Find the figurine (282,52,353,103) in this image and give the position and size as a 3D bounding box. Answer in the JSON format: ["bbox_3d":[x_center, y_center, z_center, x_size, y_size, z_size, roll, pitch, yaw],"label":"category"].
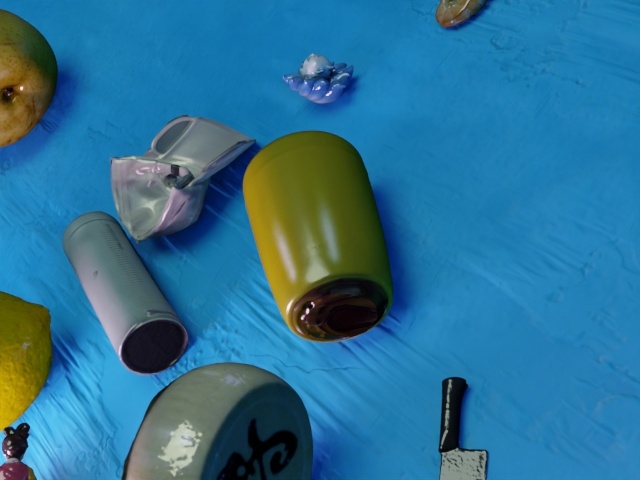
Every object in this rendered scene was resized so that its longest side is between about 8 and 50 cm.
[{"bbox_3d":[0.005,-0.257,1.595,0.114,0.079,0.114,-1,18,0],"label":"figurine"}]

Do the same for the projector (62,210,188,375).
[{"bbox_3d":[-0.313,0.074,1.582,0.108,0.108,0.337,-45,41,2],"label":"projector"}]

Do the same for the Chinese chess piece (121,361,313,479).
[{"bbox_3d":[-0.110,0.267,1.142,0.104,0.257,0.257,7,63,30],"label":"Chinese chess piece"}]

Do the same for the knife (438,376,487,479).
[{"bbox_3d":[0.154,0.259,1.110,0.060,0.028,0.230,-6,56,22],"label":"knife"}]

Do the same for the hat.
[{"bbox_3d":[-0.218,-0.101,1.668,0.226,0.164,0.219,-19,30,-30],"label":"hat"}]

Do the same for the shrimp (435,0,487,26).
[{"bbox_3d":[0.238,-0.393,1.548,0.162,0.045,0.095,-50,20,3],"label":"shrimp"}]

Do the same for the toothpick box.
[{"bbox_3d":[0.000,0.000,1.329,0.175,0.175,0.271,-31,46,17],"label":"toothpick box"}]

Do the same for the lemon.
[{"bbox_3d":[-0.556,0.201,1.595,0.236,0.236,0.263,30,96,48],"label":"lemon"}]

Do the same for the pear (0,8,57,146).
[{"bbox_3d":[-0.702,-0.342,2.107,0.314,0.314,0.314,-22,47,26],"label":"pear"}]

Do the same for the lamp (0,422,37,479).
[{"bbox_3d":[-0.440,0.392,1.436,0.118,0.118,0.253,-32,44,16],"label":"lamp"}]
